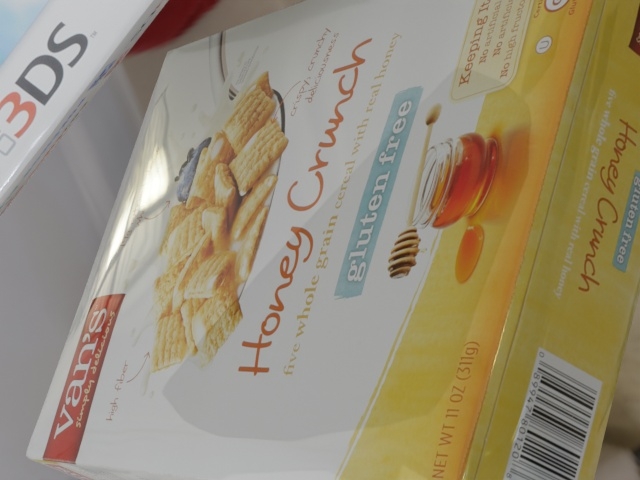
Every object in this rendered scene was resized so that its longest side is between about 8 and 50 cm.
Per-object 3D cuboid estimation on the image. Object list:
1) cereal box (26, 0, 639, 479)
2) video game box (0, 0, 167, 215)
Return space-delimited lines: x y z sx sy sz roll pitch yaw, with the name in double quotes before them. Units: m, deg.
"cereal box" 0.000 0.000 0.432 0.047 0.173 0.240 28 159 -31
"video game box" -0.160 -0.092 0.416 0.205 0.048 0.187 39 111 -7
